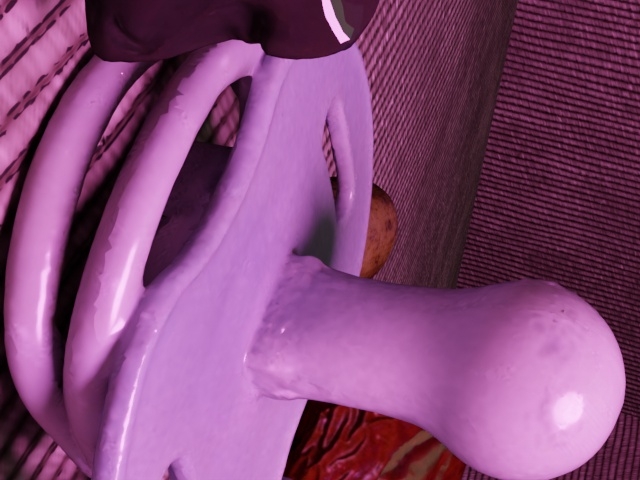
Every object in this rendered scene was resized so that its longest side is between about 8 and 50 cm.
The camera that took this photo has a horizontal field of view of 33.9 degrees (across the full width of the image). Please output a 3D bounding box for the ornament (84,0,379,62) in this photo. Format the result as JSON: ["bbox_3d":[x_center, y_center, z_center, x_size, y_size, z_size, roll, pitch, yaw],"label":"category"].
[{"bbox_3d":[-0.033,-0.206,0.276,0.260,0.106,0.251,73,27,-55],"label":"ornament"}]

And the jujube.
[{"bbox_3d":[0.048,0.225,1.050,0.255,0.190,0.190,-52,156,-47],"label":"jujube"}]

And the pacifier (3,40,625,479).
[{"bbox_3d":[0.015,0.037,0.459,0.244,0.233,0.299,83,24,-56],"label":"pacifier"}]

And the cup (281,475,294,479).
[{"bbox_3d":[-0.048,0.215,0.671,0.129,0.128,0.095,-49,151,-70],"label":"cup"}]

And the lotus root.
[{"bbox_3d":[0.000,0.000,0.704,0.179,0.089,0.081,-24,100,-67],"label":"lotus root"}]
